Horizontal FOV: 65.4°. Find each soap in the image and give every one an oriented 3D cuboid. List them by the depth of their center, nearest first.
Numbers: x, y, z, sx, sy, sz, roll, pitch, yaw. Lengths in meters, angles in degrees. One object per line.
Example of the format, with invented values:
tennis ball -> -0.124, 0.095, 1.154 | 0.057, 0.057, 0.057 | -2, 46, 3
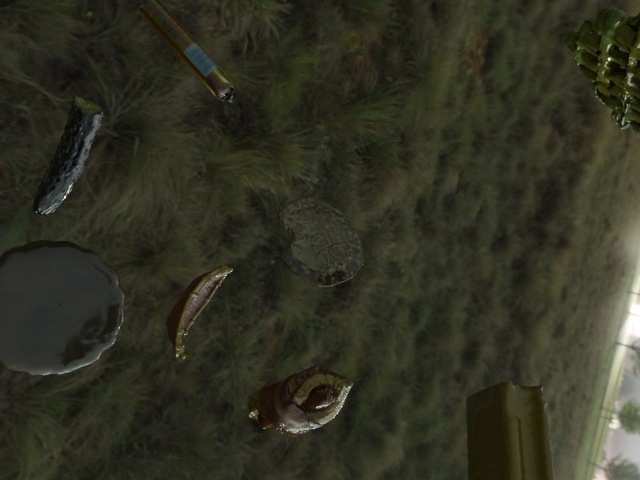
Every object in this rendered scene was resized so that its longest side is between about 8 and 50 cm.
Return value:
soap -> 0.346, 0.438, 0.927 | 0.199, 0.091, 0.314 | 103, -4, -63

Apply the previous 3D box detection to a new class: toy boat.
toy boat -> -0.365, 0.191, 1.454 | 0.141, 0.099, 0.318 | 106, 7, -54

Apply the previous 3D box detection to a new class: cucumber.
cucumber -> -0.603, -0.190, 1.189 | 0.081, 0.072, 0.303 | 18, 103, -39

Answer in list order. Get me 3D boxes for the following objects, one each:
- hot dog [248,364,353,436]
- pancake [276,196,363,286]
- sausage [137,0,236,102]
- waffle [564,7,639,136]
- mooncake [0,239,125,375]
hot dog -> -0.058, 0.335, 0.996 | 0.123, 0.261, 0.093 | 45, 34, -15
pancake -> 0.000, 0.000, 1.136 | 0.212, 0.029, 0.235 | 11, 55, -19
sausage -> -0.375, -0.545, 1.451 | 0.371, 0.082, 0.082 | 47, 54, -5
waffle -> 0.522, -0.232, 0.756 | 0.317, 0.297, 0.073 | 33, 97, -19
mooncake -> -0.452, 0.107, 0.836 | 0.228, 0.124, 0.228 | -4, 99, -30
